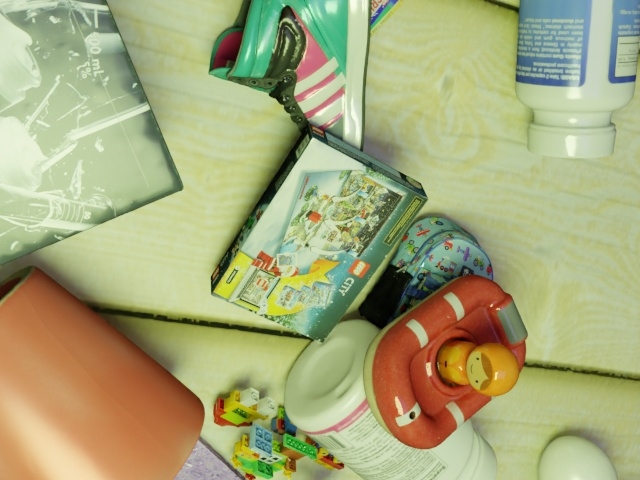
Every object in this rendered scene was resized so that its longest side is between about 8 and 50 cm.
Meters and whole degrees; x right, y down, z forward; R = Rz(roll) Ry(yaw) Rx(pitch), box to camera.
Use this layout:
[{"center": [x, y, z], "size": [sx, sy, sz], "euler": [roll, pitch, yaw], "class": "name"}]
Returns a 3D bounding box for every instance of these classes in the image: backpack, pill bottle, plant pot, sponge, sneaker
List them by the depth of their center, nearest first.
[{"center": [-0.301, 0.178, 0.912], "size": [0.275, 0.275, 0.243], "euler": [-39, 105, -9], "class": "plant pot"}, {"center": [-0.038, -0.180, 0.992], "size": [0.178, 0.124, 0.296], "euler": [0, 126, -3], "class": "sneaker"}, {"center": [0.330, -0.248, 1.111], "size": [0.152, 0.152, 0.272], "euler": [-6, 107, -22], "class": "pill bottle"}, {"center": [-0.202, 0.357, 1.113], "size": [0.210, 0.031, 0.117], "euler": [-44, 116, -6], "class": "sponge"}, {"center": [0.099, 0.246, 1.140], "size": [0.160, 0.160, 0.283], "euler": [-49, 117, -5], "class": "pill bottle"}, {"center": [0.162, 0.064, 1.144], "size": [0.158, 0.117, 0.173], "euler": [30, 88, -28], "class": "backpack"}]

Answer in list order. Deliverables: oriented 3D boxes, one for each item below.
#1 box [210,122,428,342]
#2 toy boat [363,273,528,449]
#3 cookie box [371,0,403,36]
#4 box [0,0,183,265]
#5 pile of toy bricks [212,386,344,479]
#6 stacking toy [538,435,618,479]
[{"center": [-0.005, -0.002, 1.017], "size": [0.159, 0.044, 0.233], "euler": [26, 114, -22], "class": "box"}, {"center": [0.165, 0.143, 0.994], "size": [0.231, 0.151, 0.151], "euler": [-33, 105, -25], "class": "toy boat"}, {"center": [0.031, -0.293, 1.033], "size": [0.092, 0.040, 0.107], "euler": [-48, 117, -6], "class": "cookie box"}, {"center": [-0.343, -0.159, 0.811], "size": [0.312, 0.179, 0.343], "euler": [-24, 114, -9], "class": "box"}, {"center": [-0.063, 0.286, 1.128], "size": [0.105, 0.118, 0.212], "euler": [-29, 133, 28], "class": "pile of toy bricks"}, {"center": [0.455, 0.527, 1.325], "size": [0.350, 0.350, 0.480], "euler": [-25, 97, -15], "class": "stacking toy"}]
